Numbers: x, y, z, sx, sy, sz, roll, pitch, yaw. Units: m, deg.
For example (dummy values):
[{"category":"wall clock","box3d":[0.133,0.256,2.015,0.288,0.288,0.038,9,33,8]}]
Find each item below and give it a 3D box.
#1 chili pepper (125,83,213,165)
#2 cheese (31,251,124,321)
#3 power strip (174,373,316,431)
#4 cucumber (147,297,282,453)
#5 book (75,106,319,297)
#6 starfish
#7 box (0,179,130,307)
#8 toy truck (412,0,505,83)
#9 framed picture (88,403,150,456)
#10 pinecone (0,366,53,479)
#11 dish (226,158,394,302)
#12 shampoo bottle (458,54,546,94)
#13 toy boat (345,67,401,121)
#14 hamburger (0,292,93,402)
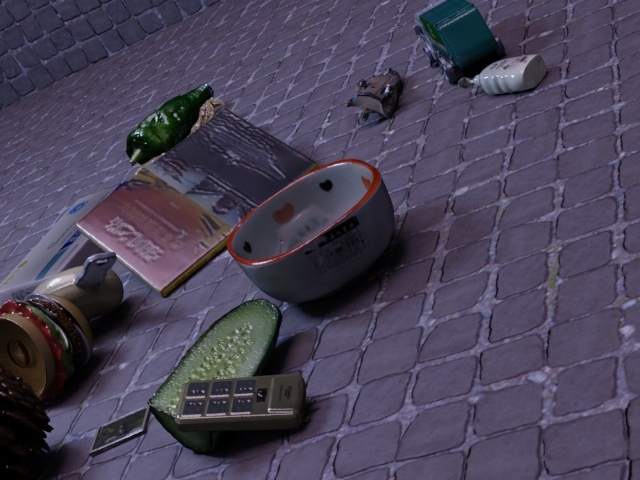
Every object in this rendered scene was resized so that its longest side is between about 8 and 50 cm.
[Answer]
[{"category":"chili pepper","box3d":[-0.357,-0.255,2.637,0.136,0.099,0.270,-5,31,38]},{"category":"cheese","box3d":[-0.408,0.083,1.897,0.163,0.070,0.249,-17,-17,-11]},{"category":"power strip","box3d":[-0.088,0.195,1.381,0.169,0.028,0.076,-4,36,7]},{"category":"cucumber","box3d":[-0.118,0.171,1.492,0.115,0.063,0.244,12,44,26]},{"category":"book","box3d":[-0.220,-0.078,2.051,0.374,0.028,0.262,-40,52,-22]},{"category":"starfish","box3d":[-0.281,-0.189,2.453,0.302,0.060,0.299,-34,28,14]},{"category":"box","box3d":[-0.485,0.009,2.287,0.200,0.065,0.343,-16,27,34]},{"category":"toy truck","box3d":[0.247,-0.373,2.096,0.114,0.124,0.253,-29,25,0]},{"category":"framed picture","box3d":[-0.275,0.261,1.584,0.089,0.006,0.066,-25,23,14]},{"category":"pinecone","box3d":[-0.473,0.275,1.575,0.204,0.184,0.179,-45,7,-11]},{"category":"dish","box3d":[0.000,0.000,1.634,0.256,0.117,0.256,-26,24,13]},{"category":"shampoo bottle","box3d":[0.299,-0.273,1.918,0.152,0.045,0.077,-3,35,50]},{"category":"toy boat","box3d":[0.116,-0.285,2.158,0.084,0.066,0.210,14,28,14]},{"category":"hamburger","box3d":[-0.438,0.158,1.811,0.175,0.175,0.137,-13,16,37]}]
